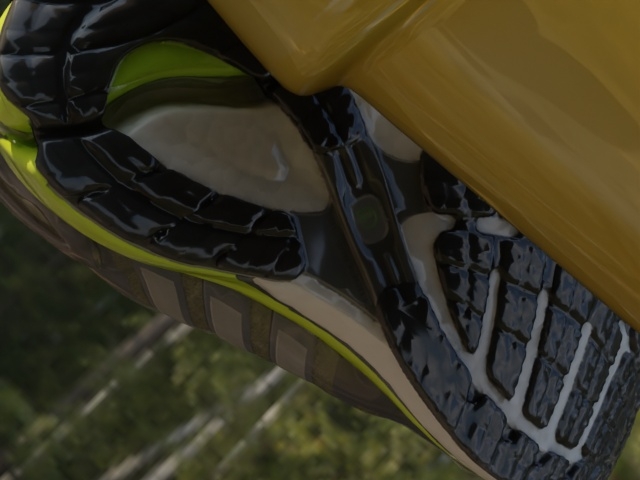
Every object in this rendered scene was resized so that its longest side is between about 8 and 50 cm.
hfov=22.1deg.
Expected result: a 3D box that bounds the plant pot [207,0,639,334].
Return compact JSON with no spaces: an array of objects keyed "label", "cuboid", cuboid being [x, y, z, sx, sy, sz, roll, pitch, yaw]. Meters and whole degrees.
[{"label":"plant pot","cuboid":[0.115,-0.082,0.413,0.239,0.254,0.254,52,-19,-1]}]

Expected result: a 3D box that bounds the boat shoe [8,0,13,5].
[{"label":"boat shoe","cuboid":[-0.218,-0.236,1.190,0.302,0.091,0.114,-126,-155,-47]}]

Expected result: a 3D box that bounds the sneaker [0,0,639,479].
[{"label":"sneaker","cuboid":[0.000,0.000,0.579,0.300,0.111,0.121,36,-18,-27]}]
